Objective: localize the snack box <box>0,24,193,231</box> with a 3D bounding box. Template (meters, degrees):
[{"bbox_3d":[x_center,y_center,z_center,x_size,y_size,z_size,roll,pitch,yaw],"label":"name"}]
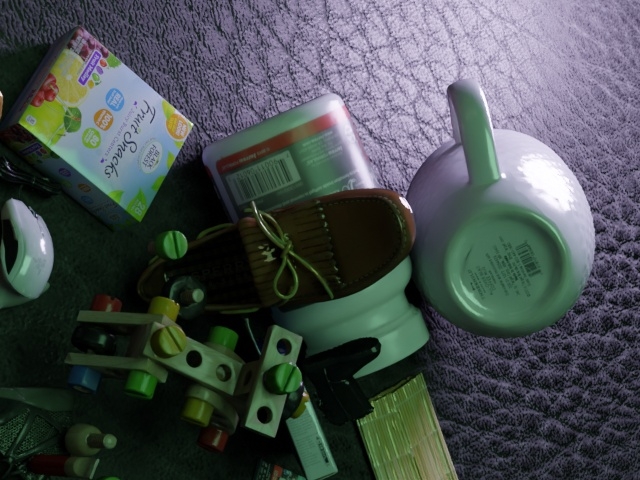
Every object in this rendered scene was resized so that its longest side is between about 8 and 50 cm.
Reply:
[{"bbox_3d":[-0.287,-0.143,1.823,0.207,0.070,0.174,41,55,-27],"label":"snack box"}]

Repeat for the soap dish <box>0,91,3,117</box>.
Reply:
[{"bbox_3d":[-0.516,-0.215,1.617,0.229,0.118,0.290,-38,103,-39],"label":"soap dish"}]

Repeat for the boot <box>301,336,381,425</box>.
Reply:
[{"bbox_3d":[0.041,0.186,1.851,0.099,0.121,0.045,64,21,-17],"label":"boot"}]

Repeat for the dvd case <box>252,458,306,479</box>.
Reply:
[{"bbox_3d":[-0.047,0.359,1.930,0.119,0.013,0.087,28,62,-30],"label":"dvd case"}]

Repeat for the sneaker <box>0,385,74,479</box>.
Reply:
[{"bbox_3d":[-0.382,0.235,1.631,0.228,0.087,0.130,8,67,-44],"label":"sneaker"}]

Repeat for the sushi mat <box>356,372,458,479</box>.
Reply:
[{"bbox_3d":[0.148,0.368,2.087,0.151,0.019,0.316,-20,92,-43],"label":"sushi mat"}]

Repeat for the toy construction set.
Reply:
[{"bbox_3d":[-0.161,0.172,1.605,0.309,0.237,0.257,-46,111,-30],"label":"toy construction set"}]

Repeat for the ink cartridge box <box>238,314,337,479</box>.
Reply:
[{"bbox_3d":[-0.047,0.189,1.851,0.045,0.223,0.224,-22,94,-5],"label":"ink cartridge box"}]

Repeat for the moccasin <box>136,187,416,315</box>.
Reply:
[{"bbox_3d":[-0.060,0.018,1.759,0.147,0.380,0.139,-12,93,-62],"label":"moccasin"}]

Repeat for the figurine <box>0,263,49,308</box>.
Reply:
[{"bbox_3d":[-0.435,0.036,1.646,0.215,0.092,0.209,55,47,-16],"label":"figurine"}]

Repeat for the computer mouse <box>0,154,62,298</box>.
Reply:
[{"bbox_3d":[-0.348,-0.017,1.702,0.106,0.042,0.193,37,32,-47],"label":"computer mouse"}]

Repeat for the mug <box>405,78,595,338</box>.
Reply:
[{"bbox_3d":[0.241,-0.045,1.999,0.328,0.276,0.374,-75,151,-76],"label":"mug"}]

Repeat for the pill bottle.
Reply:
[{"bbox_3d":[0.000,0.000,1.935,0.210,0.210,0.362,-29,98,-41],"label":"pill bottle"}]
